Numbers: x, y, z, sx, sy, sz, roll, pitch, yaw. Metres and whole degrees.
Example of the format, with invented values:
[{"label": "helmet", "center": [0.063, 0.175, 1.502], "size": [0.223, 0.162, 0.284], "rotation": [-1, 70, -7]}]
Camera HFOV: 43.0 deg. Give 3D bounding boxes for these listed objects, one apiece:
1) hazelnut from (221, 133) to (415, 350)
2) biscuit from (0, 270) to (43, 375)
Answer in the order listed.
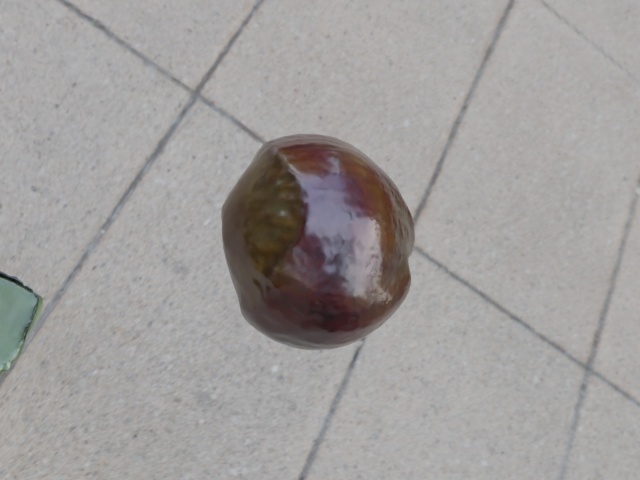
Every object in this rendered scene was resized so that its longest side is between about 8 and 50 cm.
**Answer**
[{"label": "hazelnut", "center": [-0.008, 0.001, 0.749], "size": [0.161, 0.170, 0.201], "rotation": [-4, 91, -63]}, {"label": "biscuit", "center": [-0.351, 0.026, 0.589], "size": [0.323, 0.038, 0.099], "rotation": [18, 59, 10]}]
